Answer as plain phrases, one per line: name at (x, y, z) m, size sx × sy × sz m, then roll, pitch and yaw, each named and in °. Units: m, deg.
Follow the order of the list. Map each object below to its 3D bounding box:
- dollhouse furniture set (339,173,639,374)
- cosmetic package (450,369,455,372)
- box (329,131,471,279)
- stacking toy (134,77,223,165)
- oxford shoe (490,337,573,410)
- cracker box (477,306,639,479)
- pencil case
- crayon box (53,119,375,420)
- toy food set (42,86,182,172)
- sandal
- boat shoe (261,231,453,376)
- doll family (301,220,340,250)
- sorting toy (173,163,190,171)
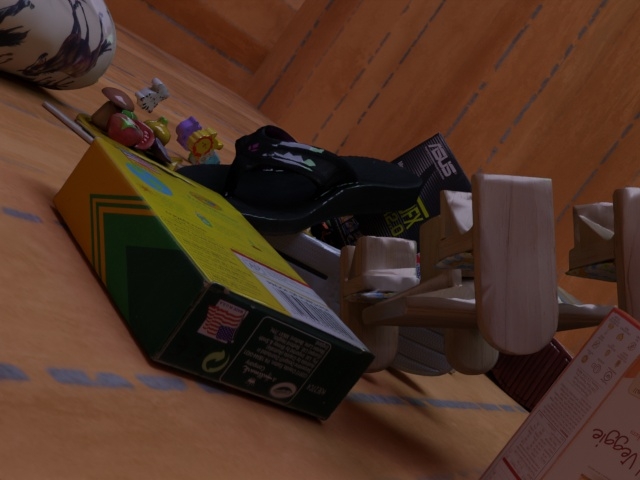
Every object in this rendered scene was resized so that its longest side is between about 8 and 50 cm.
dollhouse furniture set at (0.247, 0.112, 0.926) m, size 0.394 × 0.256 × 0.362 m, roll 4°, pitch -11°, yaw -17°
cosmetic package at (0.228, 0.069, 1.487) m, size 0.138 × 0.224 × 0.225 m, roll 37°, pitch 7°, yaw 5°
box at (0.137, -0.012, 1.357) m, size 0.060 × 0.216 × 0.270 m, roll 49°, pitch 15°, yaw -42°
stacking toy at (-0.198, -0.144, 1.485) m, size 0.167 × 0.052 × 0.221 m, roll 43°, pitch -10°, yaw 31°
oxford shoe at (0.344, 0.196, 1.624) m, size 0.348 × 0.123 × 0.130 m, roll 42°, pitch 4°, yaw 31°
cracker box at (0.227, 0.190, 0.727) m, size 0.156 × 0.232 × 0.067 m, roll 32°, pitch 9°, yaw -20°
pencil case at (-0.438, -0.318, 1.177) m, size 0.183 × 0.160 × 0.410 m, roll 56°, pitch 14°, yaw 17°
crayon box at (-0.114, 0.020, 0.851) m, size 0.202 × 0.081 × 0.318 m, roll 29°, pitch 11°, yaw -42°
toy food set at (-0.268, -0.162, 1.311) m, size 0.128 × 0.071 × 0.218 m, roll 39°, pitch 9°, yaw 23°
sandal at (-0.026, -0.095, 1.204) m, size 0.168 × 0.107 × 0.446 m, roll 27°, pitch 23°, yaw 32°
boat shoe at (0.048, 0.066, 1.185) m, size 0.302 × 0.109 × 0.094 m, roll 33°, pitch 6°, yaw 1°
doll family at (0.000, 0.000, 1.492) m, size 0.111 × 0.076 × 0.193 m, roll 37°, pitch 9°, yaw -26°
sorting toy at (-0.136, -0.048, 1.284) m, size 0.132 × 0.046 × 0.274 m, roll 37°, pitch 8°, yaw 6°
